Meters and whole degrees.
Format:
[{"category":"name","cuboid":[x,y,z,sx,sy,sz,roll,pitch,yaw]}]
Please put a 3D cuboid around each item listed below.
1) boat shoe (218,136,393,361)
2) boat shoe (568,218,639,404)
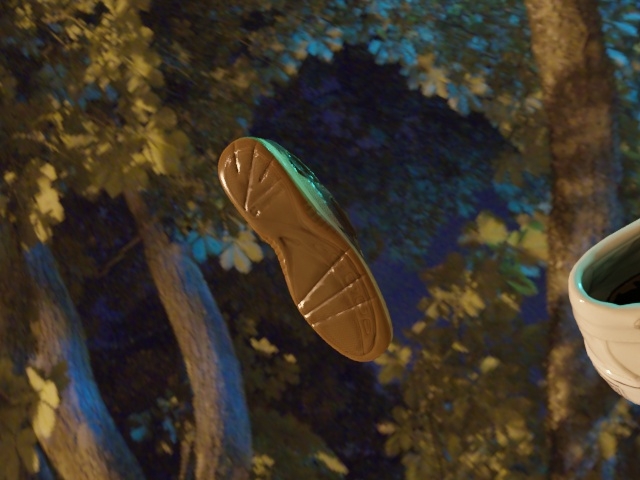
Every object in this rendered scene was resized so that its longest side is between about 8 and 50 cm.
[{"category":"boat shoe","cuboid":[0.000,0.000,0.729,0.056,0.049,0.152,-32,-90,30]},{"category":"boat shoe","cuboid":[0.238,-0.012,0.538,0.268,0.096,0.088,-21,-41,17]}]
